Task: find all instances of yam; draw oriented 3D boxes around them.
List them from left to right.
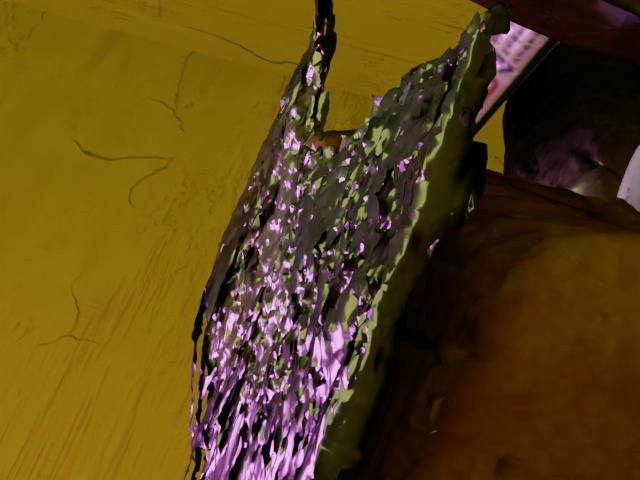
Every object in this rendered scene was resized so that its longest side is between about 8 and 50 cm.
[{"bbox_3d":[0.175,-0.047,1.029,0.330,0.133,0.133,-64,-12,-75],"label":"yam"}]

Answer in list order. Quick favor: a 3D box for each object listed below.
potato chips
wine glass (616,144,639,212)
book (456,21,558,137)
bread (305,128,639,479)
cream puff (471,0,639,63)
[{"bbox_3d":[-0.004,-0.001,0.488,0.220,0.029,0.202,-100,29,-62],"label":"potato chips"},{"bbox_3d":[0.155,-0.032,0.690,0.074,0.074,0.262,96,-170,-54],"label":"wine glass"},{"bbox_3d":[0.139,-0.149,0.977,0.300,0.039,0.428,-51,0,-25],"label":"book"},{"bbox_3d":[0.045,0.060,0.546,0.294,0.132,0.167,-133,56,-78],"label":"bread"},{"bbox_3d":[0.088,-0.146,0.534,0.269,0.241,0.155,-165,94,-81],"label":"cream puff"}]
